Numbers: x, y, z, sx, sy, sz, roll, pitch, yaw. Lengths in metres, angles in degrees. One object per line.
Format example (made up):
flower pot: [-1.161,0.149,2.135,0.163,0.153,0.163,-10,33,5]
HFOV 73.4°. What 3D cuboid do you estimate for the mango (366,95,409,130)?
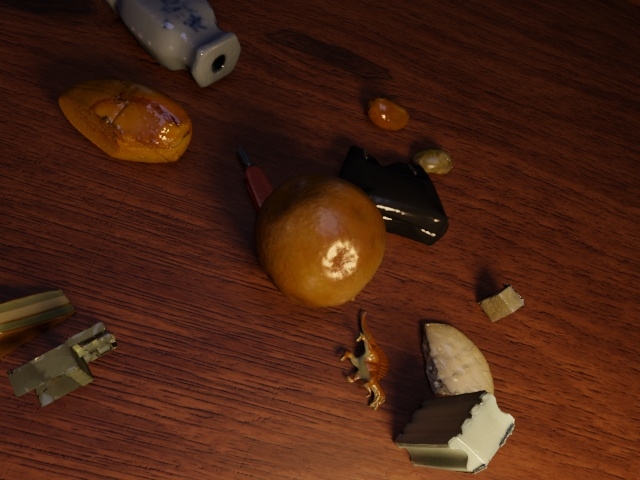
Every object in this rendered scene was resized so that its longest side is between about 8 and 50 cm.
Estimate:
mango: [0.232,-0.430,1.457,0.159,0.084,0.105,12,67,-11]

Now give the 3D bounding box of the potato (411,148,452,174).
potato: [0.373,-0.263,1.422,0.138,0.070,0.091,2,63,-15]

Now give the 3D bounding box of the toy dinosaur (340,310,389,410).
toy dinosaur: [0.132,0.296,1.080,0.142,0.057,0.212,36,60,-10]

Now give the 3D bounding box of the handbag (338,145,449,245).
handbag: [0.199,-0.150,1.278,0.343,0.152,0.287,15,50,-13]

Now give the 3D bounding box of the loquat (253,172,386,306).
loquat: [0.000,0.000,1.039,0.329,0.328,0.328,7,63,-13]

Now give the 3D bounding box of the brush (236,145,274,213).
brush: [-0.166,-0.135,1.207,0.070,0.051,0.323,-22,72,-22]

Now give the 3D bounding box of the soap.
soap: [0.288,0.422,0.944,0.094,0.261,0.150,46,61,4]

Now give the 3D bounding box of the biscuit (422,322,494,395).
biscuit: [0.357,0.332,1.137,0.188,0.040,0.265,-35,78,-31]

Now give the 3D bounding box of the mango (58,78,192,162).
mango: [-0.514,-0.319,1.134,0.350,0.201,0.199,21,23,3]

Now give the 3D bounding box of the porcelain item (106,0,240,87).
porcelain item: [-0.454,-0.659,1.313,0.405,0.178,0.242,40,61,9]

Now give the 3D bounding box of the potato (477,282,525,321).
potato: [0.511,0.177,1.214,0.061,0.122,0.086,-33,76,-21]

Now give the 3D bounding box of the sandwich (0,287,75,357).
sandwich: [-0.642,0.181,0.927,0.079,0.113,0.163,48,27,11]

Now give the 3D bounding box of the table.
table: [-0.496,0.249,0.860,0.175,0.146,0.062,-28,74,-26]
